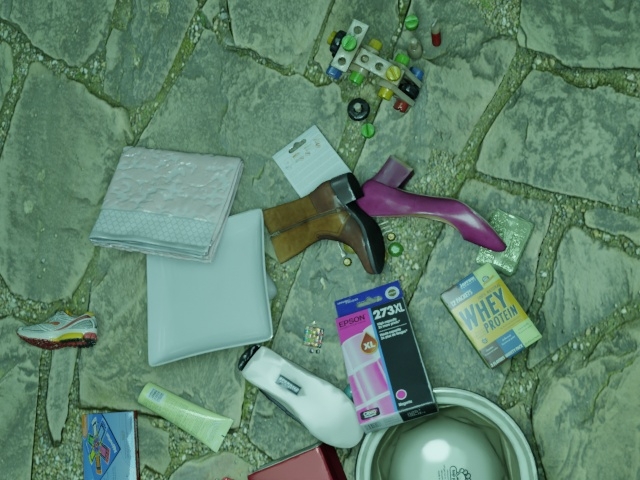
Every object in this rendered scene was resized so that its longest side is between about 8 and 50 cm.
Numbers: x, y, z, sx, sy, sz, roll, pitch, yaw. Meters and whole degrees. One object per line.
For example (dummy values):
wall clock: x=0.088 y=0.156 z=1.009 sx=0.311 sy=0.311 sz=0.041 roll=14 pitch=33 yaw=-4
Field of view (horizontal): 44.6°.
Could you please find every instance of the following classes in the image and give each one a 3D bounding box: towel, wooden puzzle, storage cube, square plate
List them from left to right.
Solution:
towel: x=-0.392 y=-0.104 z=1.992 sx=0.332 sy=0.053 sz=0.316 roll=8 pitch=58 yaw=9
square plate: x=-0.279 y=0.120 z=1.952 sx=0.344 sy=0.049 sz=0.347 roll=-15 pitch=65 yaw=18
storage cube: x=-0.039 y=0.598 z=1.840 sx=0.215 sy=0.184 sz=0.193 roll=-23 pitch=79 yaw=6
wooden puzzle: x=-0.019 y=0.244 z=1.970 sx=0.049 sy=0.006 sz=0.083 roll=10 pitch=85 yaw=10
towel: x=0.449 y=0.005 z=1.913 sx=0.110 sy=0.027 sz=0.148 roll=22 pitch=87 yaw=12

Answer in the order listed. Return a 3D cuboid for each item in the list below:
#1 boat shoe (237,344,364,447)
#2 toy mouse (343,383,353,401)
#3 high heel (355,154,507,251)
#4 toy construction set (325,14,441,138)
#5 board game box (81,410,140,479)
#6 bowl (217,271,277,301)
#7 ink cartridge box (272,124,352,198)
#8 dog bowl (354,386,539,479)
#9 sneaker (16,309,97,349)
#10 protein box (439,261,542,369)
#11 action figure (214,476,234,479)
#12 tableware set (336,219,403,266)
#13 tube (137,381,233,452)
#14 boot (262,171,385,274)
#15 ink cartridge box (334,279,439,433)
boat shoe: x=-0.037 y=0.372 z=1.882 sx=0.341 sy=0.158 sz=0.127 roll=37 pitch=83 yaw=11
toy mouse: x=0.101 y=0.399 z=1.919 sx=0.143 sy=0.031 sz=0.160 roll=-15 pitch=81 yaw=7
high heel: x=0.261 y=-0.039 z=1.906 sx=0.377 sy=0.127 sz=0.181 roll=37 pitch=90 yaw=22
toy construction set: x=0.156 y=-0.454 z=1.911 sx=0.309 sy=0.237 sz=0.257 roll=-36 pitch=79 yaw=3
board game box: x=-0.536 y=0.584 z=2.002 sx=0.145 sy=0.027 sz=0.281 roll=-5 pitch=82 yaw=7
bowl: x=-0.199 y=0.119 z=1.993 sx=0.142 sy=0.053 sz=0.142 roll=-39 pitch=77 yaw=2
ink cartridge box: x=-0.018 y=-0.186 z=2.014 sx=0.145 sy=0.045 sz=0.179 roll=-37 pitch=68 yaw=4
dog bowl: x=0.289 y=0.543 z=1.807 sx=0.408 sy=0.150 sz=0.407 roll=-2 pitch=80 yaw=9
sneaker: x=-0.688 y=0.234 z=2.053 sx=0.226 sy=0.088 sz=0.092 roll=-3 pitch=62 yaw=9
protein box: x=0.390 y=0.178 z=1.813 sx=0.136 sy=0.200 sz=0.201 roll=-34 pitch=79 yaw=3
action figure: x=-0.212 y=0.617 z=1.946 sx=0.115 sy=0.030 sz=0.038 roll=16 pitch=91 yaw=13
tableware set: x=0.124 y=0.020 z=1.969 sx=0.154 sy=0.024 sz=0.104 roll=-24 pitch=83 yaw=5
tube: x=-0.346 y=0.441 z=1.978 sx=0.240 sy=0.062 sz=0.070 roll=26 pitch=131 yaw=7
boot: x=0.000 y=0.000 z=1.923 sx=0.281 sy=0.096 sz=0.264 roll=-25 pitch=91 yaw=27
ink cartridge box: x=0.142 y=0.254 z=1.832 sx=0.176 sy=0.069 sz=0.370 roll=-19 pitch=50 yaw=7
